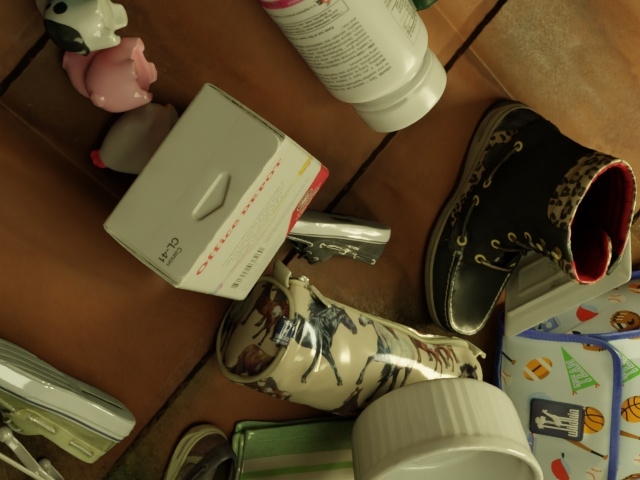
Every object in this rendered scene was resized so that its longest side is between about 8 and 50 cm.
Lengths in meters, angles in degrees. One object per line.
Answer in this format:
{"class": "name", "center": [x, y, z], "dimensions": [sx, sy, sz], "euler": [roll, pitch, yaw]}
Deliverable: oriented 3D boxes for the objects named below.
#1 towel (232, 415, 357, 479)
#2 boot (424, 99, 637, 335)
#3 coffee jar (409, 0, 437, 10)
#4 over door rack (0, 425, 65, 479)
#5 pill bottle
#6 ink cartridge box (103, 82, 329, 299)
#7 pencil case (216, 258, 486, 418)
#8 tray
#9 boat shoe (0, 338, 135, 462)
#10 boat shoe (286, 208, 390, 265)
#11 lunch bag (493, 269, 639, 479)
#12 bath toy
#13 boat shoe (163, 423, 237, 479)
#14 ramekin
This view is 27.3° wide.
{"class": "towel", "center": [-0.050, 0.430, 2.085], "dimensions": [0.248, 0.038, 0.324], "euler": [1, 108, -30]}
{"class": "boot", "center": [0.306, 0.001, 1.953], "dimensions": [0.138, 0.284, 0.377], "euler": [13, 101, -32]}
{"class": "coffee jar", "center": [0.112, -0.410, 1.798], "dimensions": [0.096, 0.079, 0.184], "euler": [-40, 125, -6]}
{"class": "over door rack", "center": [-0.480, 0.348, 1.695], "dimensions": [0.239, 0.108, 0.324], "euler": [-44, 163, -6]}
{"class": "pill bottle", "center": [0.043, -0.286, 1.760], "dimensions": [0.160, 0.160, 0.283], "euler": [-45, 125, -6]}
{"class": "ink cartridge box", "center": [-0.121, -0.053, 1.684], "dimensions": [0.226, 0.131, 0.306], "euler": [-54, 167, 1]}
{"class": "pencil case", "center": [0.056, 0.173, 1.961], "dimensions": [0.410, 0.160, 0.183], "euler": [20, 114, -34]}
{"class": "tray", "center": [0.364, 0.040, 2.005], "dimensions": [0.030, 0.270, 0.145], "euler": [22, 56, -27]}
{"class": "boat shoe", "center": [-0.378, 0.220, 1.765], "dimensions": [0.302, 0.109, 0.094], "euler": [36, 92, -38]}
{"class": "boat shoe", "center": [0.000, 0.000, 1.912], "dimensions": [0.228, 0.080, 0.076], "euler": [6, 105, -39]}
{"class": "lunch bag", "center": [0.477, 0.244, 2.196], "dimensions": [0.386, 0.239, 0.327], "euler": [-7, 115, -10]}
{"class": "bath toy", "center": [-0.277, -0.221, 1.628], "dimensions": [0.129, 0.151, 0.348], "euler": [-13, 127, 14]}
{"class": "boat shoe", "center": [-0.197, 0.416, 1.957], "dimensions": [0.103, 0.092, 0.285], "euler": [15, 102, -34]}
{"class": "ramekin", "center": [0.174, 0.318, 1.926], "dimensions": [0.277, 0.135, 0.277], "euler": [-7, 142, -5]}
